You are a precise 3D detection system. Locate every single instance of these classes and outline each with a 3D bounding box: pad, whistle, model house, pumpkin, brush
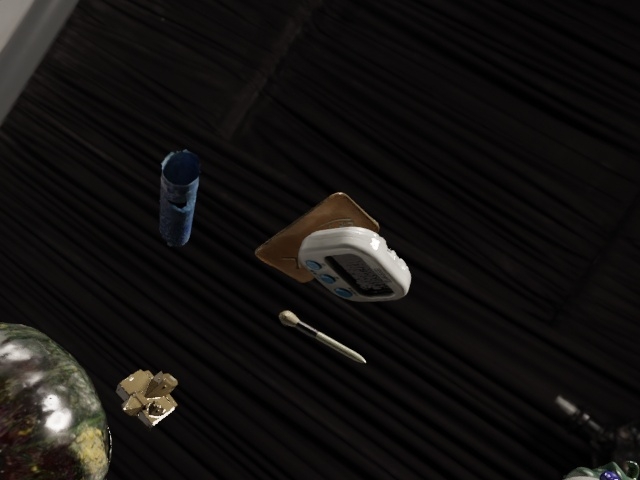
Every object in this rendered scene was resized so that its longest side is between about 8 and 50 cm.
[{"bbox_3d":[0.000,0.000,1.757,0.284,0.018,0.286,-35,149,12],"label":"pad"},{"bbox_3d":[-0.241,-0.061,1.107,0.062,0.062,0.304,-48,178,-23],"label":"whistle"},{"bbox_3d":[-0.574,0.513,2.130,0.176,0.181,0.248,-42,174,2],"label":"model house"},{"bbox_3d":[-0.601,0.379,1.226,0.344,0.454,0.454,-1,124,-54],"label":"pumpkin"},{"bbox_3d":[0.001,0.280,1.879,0.042,0.299,0.039,-30,141,-50],"label":"brush"}]

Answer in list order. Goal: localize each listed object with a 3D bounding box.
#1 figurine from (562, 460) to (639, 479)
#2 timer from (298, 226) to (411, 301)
[{"bbox_3d":[0.393,0.501,0.945,0.186,0.261,0.382,1,107,-54],"label":"figurine"},{"bbox_3d":[0.087,0.061,1.628,0.262,0.237,0.087,44,51,-39],"label":"timer"}]
